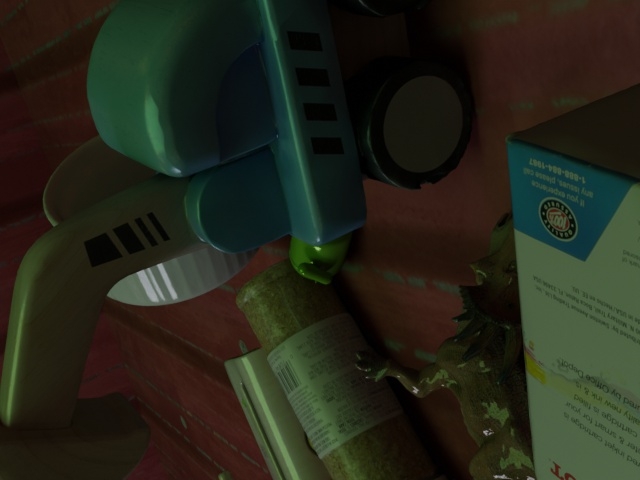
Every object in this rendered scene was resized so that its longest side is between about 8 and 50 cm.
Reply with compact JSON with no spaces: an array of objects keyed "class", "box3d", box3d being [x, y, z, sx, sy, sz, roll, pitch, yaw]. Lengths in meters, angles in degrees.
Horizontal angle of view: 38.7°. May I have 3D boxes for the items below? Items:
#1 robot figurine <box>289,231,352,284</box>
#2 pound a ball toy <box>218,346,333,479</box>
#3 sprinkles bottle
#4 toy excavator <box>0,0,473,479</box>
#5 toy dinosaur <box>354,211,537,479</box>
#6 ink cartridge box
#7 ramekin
[{"class":"robot figurine","box3d":[0.000,0.000,1.035,0.115,0.067,0.101,103,166,-54]},{"class":"pound a ball toy","box3d":[-0.032,0.291,1.191,0.319,0.208,0.136,67,157,2]},{"class":"sprinkles bottle","box3d":[0.029,0.191,1.079,0.355,0.121,0.121,60,156,16]},{"class":"toy excavator","box3d":[-0.112,-0.053,0.751,0.222,0.445,0.433,29,136,56]},{"class":"toy dinosaur","box3d":[0.162,0.136,0.758,0.295,0.127,0.200,62,150,-2]},{"class":"ink cartridge box","box3d":[0.222,0.046,0.478,0.171,0.168,0.232,33,139,53]},{"class":"ramekin","box3d":[-0.202,-0.042,1.187,0.277,0.277,0.135,40,153,47]}]
